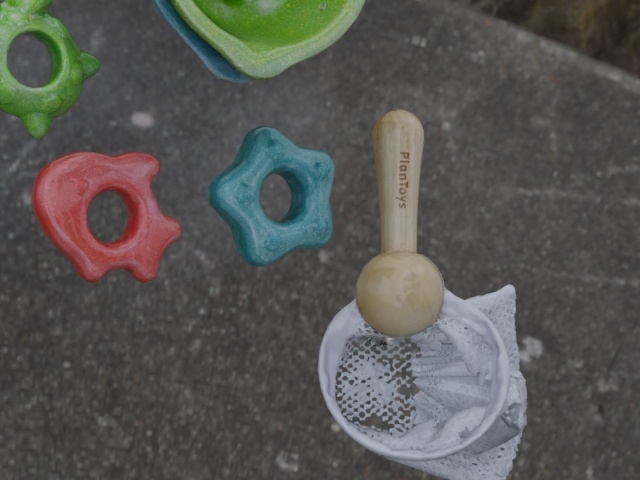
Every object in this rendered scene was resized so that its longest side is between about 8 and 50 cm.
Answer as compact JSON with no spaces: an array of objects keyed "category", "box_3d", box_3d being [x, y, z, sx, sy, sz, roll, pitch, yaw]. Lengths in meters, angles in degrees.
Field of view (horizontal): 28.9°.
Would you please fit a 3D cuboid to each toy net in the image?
[{"category":"toy net","box_3d":[0.000,0.000,0.369,0.122,0.232,0.045,-42,21,-24]}]
